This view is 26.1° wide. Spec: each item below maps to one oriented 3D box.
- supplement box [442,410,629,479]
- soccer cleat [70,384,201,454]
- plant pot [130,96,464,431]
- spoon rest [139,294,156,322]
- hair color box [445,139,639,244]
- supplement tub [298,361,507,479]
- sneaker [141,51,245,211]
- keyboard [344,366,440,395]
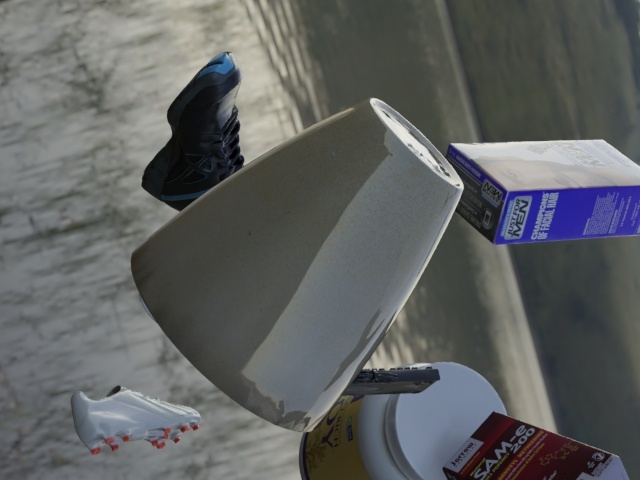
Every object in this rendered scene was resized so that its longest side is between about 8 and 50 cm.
[{"bbox_3d":[0.304,0.337,1.949,0.239,0.130,0.073,14,-39,49],"label":"supplement box"},{"bbox_3d":[-0.216,0.207,1.648,0.196,0.068,0.076,5,55,-55],"label":"soccer cleat"},{"bbox_3d":[0.000,0.000,1.349,0.256,0.274,0.256,41,14,-13],"label":"plant pot"},{"bbox_3d":[-0.166,0.119,2.029,0.276,0.084,0.137,39,20,-27],"label":"spoon rest"},{"bbox_3d":[0.391,-0.087,2.336,0.185,0.338,0.110,46,-47,49],"label":"hair color box"},{"bbox_3d":[0.132,0.334,2.225,0.331,0.241,0.241,-37,-118,58],"label":"supplement tub"},{"bbox_3d":[-0.158,-0.149,2.054,0.139,0.125,0.341,38,-34,6],"label":"sneaker"},{"bbox_3d":[0.054,0.170,1.689,0.108,0.180,0.023,125,-39,-68],"label":"keyboard"}]
